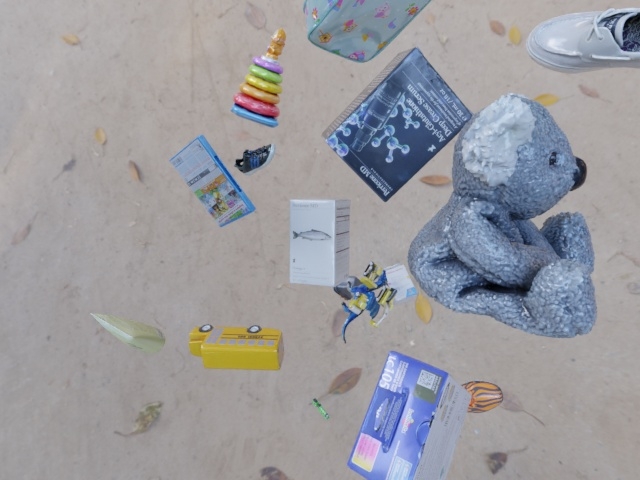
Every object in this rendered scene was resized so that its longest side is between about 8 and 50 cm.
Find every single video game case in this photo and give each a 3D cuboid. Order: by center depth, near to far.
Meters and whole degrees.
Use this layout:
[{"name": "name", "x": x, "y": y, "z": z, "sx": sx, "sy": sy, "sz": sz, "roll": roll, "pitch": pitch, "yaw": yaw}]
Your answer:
[{"name": "video game case", "x": -0.210, "y": -0.109, "z": 0.817, "sx": 0.119, "sy": 0.015, "sz": 0.166, "roll": -19, "pitch": 112, "yaw": 43}]

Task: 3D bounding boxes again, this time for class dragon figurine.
[{"name": "dragon figurine", "x": 0.159, "y": 0.225, "z": 1.509, "sx": 0.144, "sy": 0.085, "sz": 0.289, "roll": 4, "pitch": 57, "yaw": 27}]

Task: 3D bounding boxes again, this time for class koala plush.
[{"name": "koala plush", "x": 0.194, "y": -0.046, "z": 0.457, "sx": 0.203, "sy": 0.196, "sz": 0.221, "roll": 8, "pitch": 115, "yaw": 29}]

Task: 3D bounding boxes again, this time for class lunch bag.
[{"name": "lunch bag", "x": 0.107, "y": -0.528, "z": 0.933, "sx": 0.279, "sy": 0.224, "sz": 0.108, "roll": -28, "pitch": 68, "yaw": 49}]

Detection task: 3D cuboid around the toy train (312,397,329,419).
[{"name": "toy train", "x": 0.001, "y": 0.545, "z": 1.371, "sx": 0.017, "sy": 0.024, "sz": 0.083, "roll": -27, "pitch": 44, "yaw": -27}]

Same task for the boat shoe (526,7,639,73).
[{"name": "boat shoe", "x": 0.299, "y": -0.202, "z": 0.422, "sx": 0.184, "sy": 0.063, "sz": 0.066, "roll": 31, "pitch": 101, "yaw": 34}]

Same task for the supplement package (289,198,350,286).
[{"name": "supplement package", "x": 0.000, "y": 0.000, "z": 0.911, "sx": 0.105, "sy": 0.105, "sz": 0.179, "roll": 2, "pitch": 97, "yaw": 22}]

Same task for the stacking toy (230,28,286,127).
[{"name": "stacking toy", "x": -0.179, "y": -0.543, "z": 1.394, "sx": 0.165, "sy": 0.175, "sz": 0.302, "roll": 16, "pitch": 112, "yaw": -15}]

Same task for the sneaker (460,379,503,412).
[{"name": "sneaker", "x": 0.505, "y": 0.604, "z": 1.562, "sx": 0.321, "sy": 0.180, "sz": 0.125, "roll": -17, "pitch": 79, "yaw": 23}]

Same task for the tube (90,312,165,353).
[{"name": "tube", "x": -0.387, "y": 0.194, "z": 0.875, "sx": 0.070, "sy": 0.240, "sz": 0.062, "roll": -12, "pitch": 71, "yaw": -9}]

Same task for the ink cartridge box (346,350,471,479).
[{"name": "ink cartridge box", "x": 0.217, "y": 0.428, "z": 0.986, "sx": 0.151, "sy": 0.395, "sz": 0.270, "roll": 15, "pitch": 73, "yaw": 32}]

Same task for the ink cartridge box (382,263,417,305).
[{"name": "ink cartridge box", "x": 0.299, "y": 0.170, "z": 1.653, "sx": 0.092, "sy": 0.090, "sz": 0.143, "roll": -17, "pitch": 67, "yaw": -9}]

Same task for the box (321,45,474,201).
[{"name": "box", "x": 0.243, "y": -0.382, "z": 1.417, "sx": 0.293, "sy": 0.212, "sz": 0.395, "roll": 42, "pitch": 102, "yaw": -16}]

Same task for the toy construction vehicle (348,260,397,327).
[{"name": "toy construction vehicle", "x": 0.103, "y": 0.102, "z": 0.781, "sx": 0.098, "sy": 0.086, "sz": 0.035, "roll": -56, "pitch": 32, "yaw": -12}]

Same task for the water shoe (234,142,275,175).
[{"name": "water shoe", "x": -0.247, "y": -0.304, "z": 1.563, "sx": 0.203, "sy": 0.080, "sz": 0.073, "roll": -28, "pitch": 48, "yaw": 41}]

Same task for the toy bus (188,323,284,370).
[{"name": "toy bus", "x": -0.296, "y": 0.374, "z": 1.471, "sx": 0.332, "sy": 0.130, "sz": 0.108, "roll": 0, "pitch": 113, "yaw": 7}]

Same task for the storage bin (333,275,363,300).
[{"name": "storage bin", "x": 0.128, "y": 0.201, "z": 1.775, "sx": 0.091, "sy": 0.135, "sz": 0.098, "roll": -5, "pitch": 59, "yaw": 37}]
